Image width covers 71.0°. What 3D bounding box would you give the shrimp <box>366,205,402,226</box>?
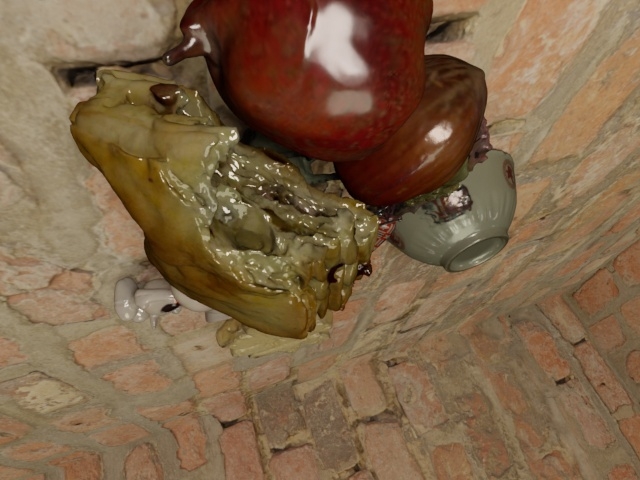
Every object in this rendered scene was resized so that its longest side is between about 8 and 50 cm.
[{"bbox_3d":[-0.001,0.004,0.874,0.343,0.116,0.145,-28,154,27],"label":"shrimp"}]

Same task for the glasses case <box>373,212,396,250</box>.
[{"bbox_3d":[0.088,-0.001,0.994,0.073,0.049,0.194,19,140,-22],"label":"glasses case"}]

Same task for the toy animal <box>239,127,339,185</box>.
[{"bbox_3d":[-0.058,-0.105,0.686,0.176,0.073,0.217,-19,152,30],"label":"toy animal"}]

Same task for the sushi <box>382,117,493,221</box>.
[{"bbox_3d":[0.175,-0.136,0.767,0.241,0.107,0.161,-34,147,22],"label":"sushi"}]

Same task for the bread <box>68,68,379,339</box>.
[{"bbox_3d":[-0.101,-0.014,0.559,0.314,0.191,0.370,19,160,16],"label":"bread"}]

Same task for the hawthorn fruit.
[{"bbox_3d":[-0.021,-0.180,0.426,0.248,0.208,0.208,-4,148,-28],"label":"hawthorn fruit"}]

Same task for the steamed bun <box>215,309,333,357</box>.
[{"bbox_3d":[-0.113,0.189,1.109,0.295,0.137,0.292,-1,151,-22],"label":"steamed bun"}]

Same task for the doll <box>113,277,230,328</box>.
[{"bbox_3d":[-0.225,0.086,0.818,0.271,0.144,0.208,-19,158,40],"label":"doll"}]

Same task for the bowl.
[{"bbox_3d":[0.309,-0.032,0.994,0.337,0.157,0.337,-18,152,-10],"label":"bowl"}]

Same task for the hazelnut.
[{"bbox_3d":[0.112,-0.152,0.592,0.181,0.212,0.181,10,136,3],"label":"hazelnut"}]
